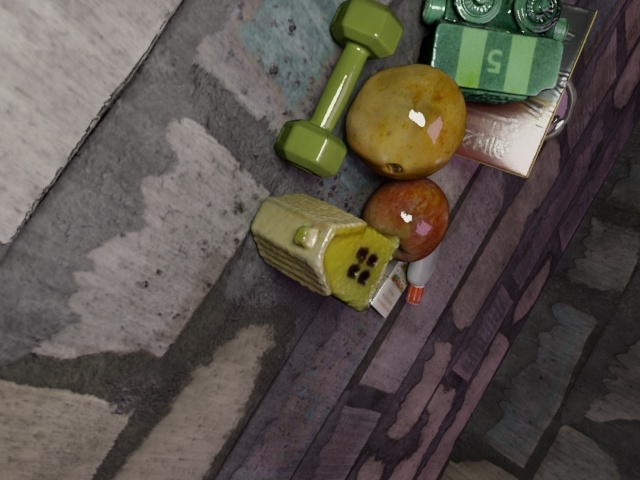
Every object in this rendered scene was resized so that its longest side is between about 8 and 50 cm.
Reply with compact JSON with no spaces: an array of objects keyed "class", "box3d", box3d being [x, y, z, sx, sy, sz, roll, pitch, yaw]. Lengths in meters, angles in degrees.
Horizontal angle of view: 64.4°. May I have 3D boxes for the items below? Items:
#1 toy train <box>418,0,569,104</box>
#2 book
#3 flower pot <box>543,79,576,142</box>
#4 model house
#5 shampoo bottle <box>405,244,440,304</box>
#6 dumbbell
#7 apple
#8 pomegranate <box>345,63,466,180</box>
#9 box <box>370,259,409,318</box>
[{"class":"toy train","box3d":[0.344,-0.403,1.033,0.167,0.299,0.238,-98,-163,-80]},{"class":"book","box3d":[0.407,-0.358,1.136,0.374,0.262,0.028,-70,164,10]},{"class":"flower pot","box3d":[0.492,-0.347,1.255,0.246,0.195,0.246,-2,115,-5]},{"class":"model house","box3d":[0.000,0.000,0.931,0.175,0.193,0.234,-58,140,-5]},{"class":"shampoo bottle","box3d":[0.270,0.065,1.346,0.108,0.051,0.221,-15,121,-50]},{"class":"dumbbell","box3d":[0.030,-0.258,0.871,0.108,0.121,0.302,24,92,-24]},{"class":"apple","box3d":[0.190,-0.051,1.125,0.174,0.188,0.188,-57,144,-26]},{"class":"pomegranate","box3d":[0.166,-0.220,0.971,0.233,0.233,0.233,-28,131,-37]},{"class":"box","box3d":[0.206,0.095,1.360,0.220,0.032,0.122,-56,143,-9]}]
